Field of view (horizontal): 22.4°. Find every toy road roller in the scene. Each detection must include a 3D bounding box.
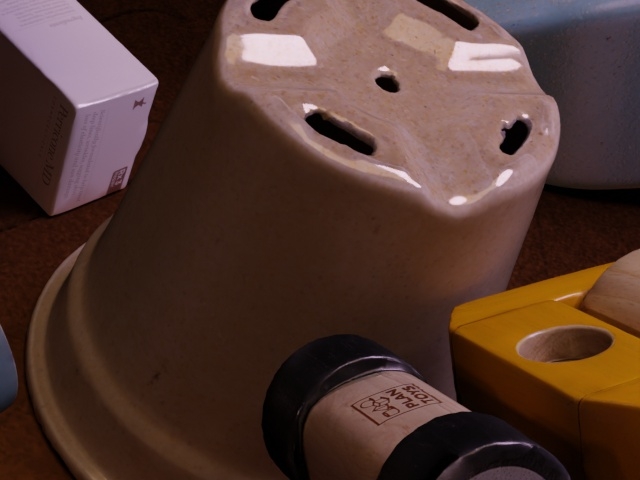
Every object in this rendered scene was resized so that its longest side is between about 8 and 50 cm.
[{"bbox_3d":[0.139,0.159,0.895,0.329,0.240,0.202,-17,19,-20],"label":"toy road roller"}]

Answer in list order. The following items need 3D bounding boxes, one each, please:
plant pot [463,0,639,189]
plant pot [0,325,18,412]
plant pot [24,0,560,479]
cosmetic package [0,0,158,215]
[{"bbox_3d":[0.222,-0.196,1.433,0.252,0.248,0.247,-10,49,-6],"label":"plant pot"},{"bbox_3d":[-0.351,0.055,0.867,0.293,0.293,0.235,39,63,17],"label":"plant pot"},{"bbox_3d":[0.000,0.000,1.063,0.334,0.305,0.334,13,42,-13],"label":"plant pot"},{"bbox_3d":[-0.237,-0.140,1.244,0.085,0.117,0.231,-24,59,-40],"label":"cosmetic package"}]
